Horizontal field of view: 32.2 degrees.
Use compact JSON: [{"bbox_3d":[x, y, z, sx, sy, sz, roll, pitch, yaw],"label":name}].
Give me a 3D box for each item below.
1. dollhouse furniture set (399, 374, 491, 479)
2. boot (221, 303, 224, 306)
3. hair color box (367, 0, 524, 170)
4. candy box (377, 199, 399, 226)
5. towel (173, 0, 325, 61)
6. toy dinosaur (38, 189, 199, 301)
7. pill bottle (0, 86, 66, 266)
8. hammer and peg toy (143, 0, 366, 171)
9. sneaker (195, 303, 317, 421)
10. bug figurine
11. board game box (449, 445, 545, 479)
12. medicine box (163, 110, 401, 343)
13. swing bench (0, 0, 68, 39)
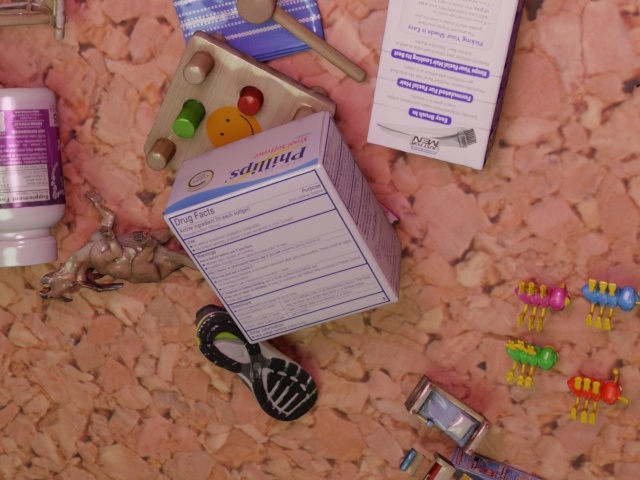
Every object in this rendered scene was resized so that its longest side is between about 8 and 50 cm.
[{"bbox_3d":[0.185,0.348,1.903,0.129,0.129,0.184,34,89,2],"label":"dollhouse furniture set"},{"bbox_3d":[-0.112,0.129,2.007,0.118,0.042,0.087,-19,116,35],"label":"boot"},{"bbox_3d":[0.191,-0.291,1.636,0.185,0.110,0.339,15,118,12],"label":"hair color box"},{"bbox_3d":[0.000,0.000,1.878,0.159,0.071,0.233,40,123,-2],"label":"candy box"},{"bbox_3d":[-0.145,-0.437,1.730,0.243,0.040,0.336,-8,112,24],"label":"towel"},{"bbox_3d":[-0.350,0.037,2.009,0.295,0.127,0.200,9,127,2],"label":"toy dinosaur"},{"bbox_3d":[-0.531,-0.109,1.922,0.169,0.169,0.302,-2,96,22],"label":"pill bottle"},{"bbox_3d":[-0.106,-0.212,1.746,0.266,0.127,0.361,28,127,-5],"label":"hammer and peg toy"},{"bbox_3d":[-0.116,0.213,2.017,0.111,0.121,0.300,-40,117,2],"label":"sneaker"},{"bbox_3d":[0.409,0.156,1.800,0.216,0.072,0.279,15,125,21],"label":"bug figurine"},{"bbox_3d":[0.299,0.471,2.010,0.194,0.060,0.194,32,123,4],"label":"board game box"},{"bbox_3d":[-0.050,-0.014,1.709,0.263,0.149,0.289,-17,124,20],"label":"medicine box"},{"bbox_3d":[-0.535,-0.471,1.773,0.254,0.165,0.253,-1,120,-19],"label":"swing bench"}]
